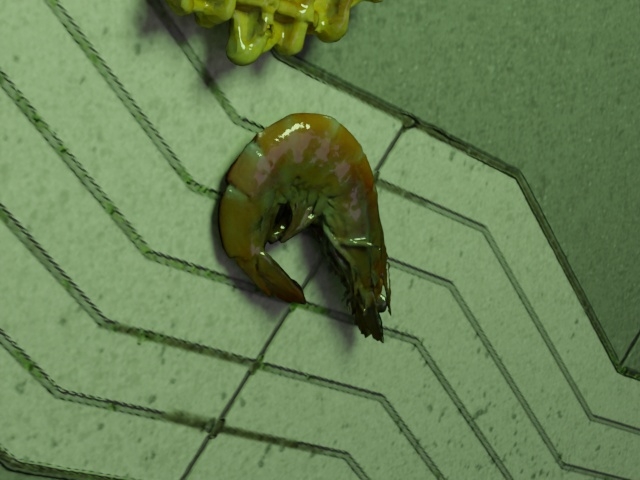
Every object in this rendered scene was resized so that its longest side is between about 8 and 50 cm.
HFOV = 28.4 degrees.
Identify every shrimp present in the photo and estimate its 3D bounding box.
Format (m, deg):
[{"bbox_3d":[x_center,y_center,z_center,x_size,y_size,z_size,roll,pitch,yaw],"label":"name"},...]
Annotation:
[{"bbox_3d":[0.000,0.000,1.108,0.150,0.068,0.248,-37,123,-8],"label":"shrimp"}]

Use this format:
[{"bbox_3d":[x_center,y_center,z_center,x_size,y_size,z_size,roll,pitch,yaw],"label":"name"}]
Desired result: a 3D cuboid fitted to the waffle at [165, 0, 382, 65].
[{"bbox_3d":[-0.019,-0.292,0.978,0.309,0.065,0.283,-42,131,-24],"label":"waffle"}]
